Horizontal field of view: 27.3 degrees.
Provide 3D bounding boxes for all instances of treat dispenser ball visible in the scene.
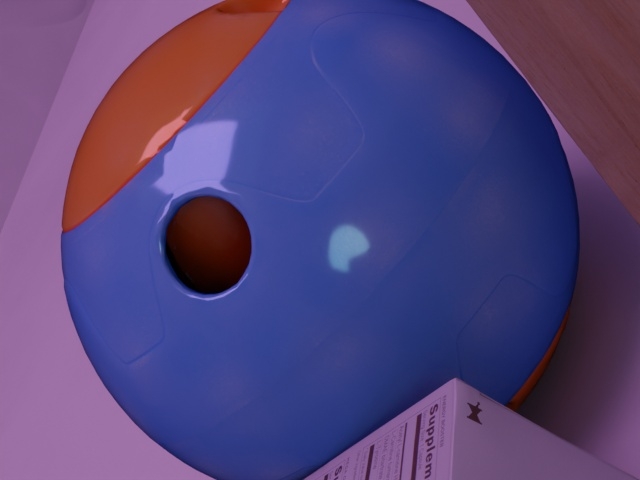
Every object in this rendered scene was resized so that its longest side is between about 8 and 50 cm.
[{"bbox_3d":[0.000,0.000,0.741,0.288,0.288,0.288,-47,27,32],"label":"treat dispenser ball"}]

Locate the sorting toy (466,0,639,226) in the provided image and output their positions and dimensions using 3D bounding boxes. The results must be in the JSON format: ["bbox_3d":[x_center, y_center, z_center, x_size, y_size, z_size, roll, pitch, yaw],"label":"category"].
[{"bbox_3d":[0.203,-0.107,0.512,0.089,0.257,0.255,-48,14,-34],"label":"sorting toy"}]

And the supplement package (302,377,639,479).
[{"bbox_3d":[0.035,0.196,0.635,0.244,0.139,0.134,-42,28,41],"label":"supplement package"}]
